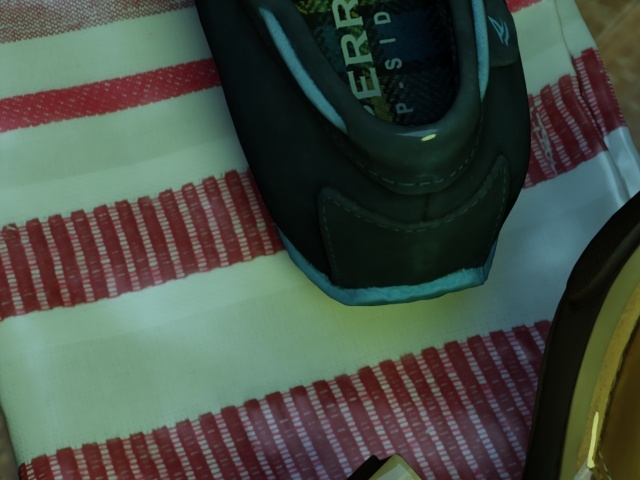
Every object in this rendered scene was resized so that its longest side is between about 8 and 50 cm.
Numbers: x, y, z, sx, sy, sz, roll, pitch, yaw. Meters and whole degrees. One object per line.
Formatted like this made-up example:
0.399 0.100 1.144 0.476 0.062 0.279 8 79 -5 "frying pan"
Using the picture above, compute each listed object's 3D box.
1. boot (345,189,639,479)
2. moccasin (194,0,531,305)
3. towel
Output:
0.141 0.093 0.508 0.283 0.109 0.220 -44 89 -7 "boot"
0.005 -0.151 0.605 0.138 0.117 0.342 -18 67 -9 "moccasin"
0.000 0.000 0.622 0.237 0.037 0.329 -16 66 -9 "towel"
